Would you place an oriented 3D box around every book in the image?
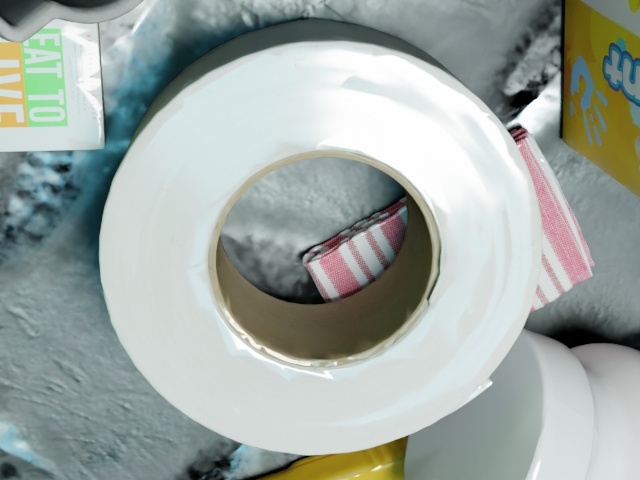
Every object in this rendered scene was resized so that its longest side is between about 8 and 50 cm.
[{"bbox_3d":[-0.214,-0.106,0.617,0.144,0.035,0.096,-3,112,-9],"label":"book"}]

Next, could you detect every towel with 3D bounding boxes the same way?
[{"bbox_3d":[0.102,0.017,0.746,0.197,0.029,0.144,-30,117,6],"label":"towel"}]

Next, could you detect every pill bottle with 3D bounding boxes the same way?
[{"bbox_3d":[0.261,0.203,0.763,0.363,0.210,0.210,22,108,-21],"label":"pill bottle"}]

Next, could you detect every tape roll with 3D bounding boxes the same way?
[{"bbox_3d":[0.000,0.000,0.652,0.286,0.100,0.286,-2,110,-5],"label":"tape roll"}]

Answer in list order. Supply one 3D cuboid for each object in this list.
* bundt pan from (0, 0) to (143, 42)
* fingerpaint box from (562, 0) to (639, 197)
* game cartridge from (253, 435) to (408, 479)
[{"bbox_3d":[-0.172,-0.261,0.432,0.331,0.124,0.330,-24,120,-49],"label":"bundt pan"},{"bbox_3d":[0.286,-0.157,0.467,0.163,0.445,0.371,-10,116,-9],"label":"fingerpaint box"},{"bbox_3d":[-0.015,0.322,0.855,0.324,0.052,0.285,-18,117,-6],"label":"game cartridge"}]
